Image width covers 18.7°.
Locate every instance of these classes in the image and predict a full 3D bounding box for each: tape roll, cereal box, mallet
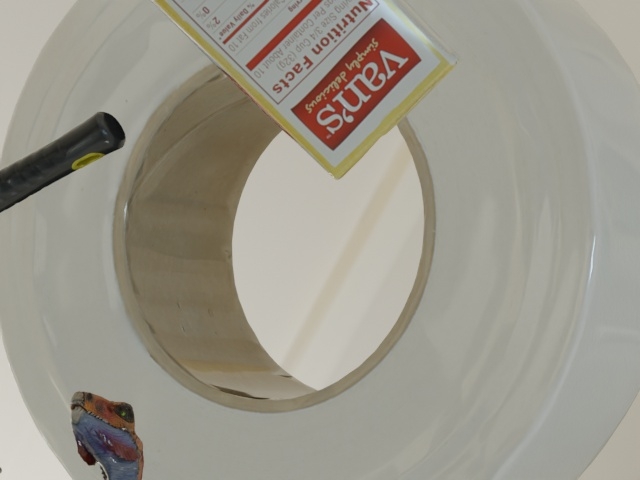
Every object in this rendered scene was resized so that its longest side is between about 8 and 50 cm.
[{"bbox_3d":[0.000,0.000,0.822,0.286,0.286,0.100,38,-167,25],"label":"tape roll"},{"bbox_3d":[-0.075,-0.126,0.495,0.240,0.047,0.173,44,-177,-17],"label":"cereal box"},{"bbox_3d":[-0.152,0.003,0.732,0.039,0.189,0.062,68,-170,17],"label":"mallet"}]

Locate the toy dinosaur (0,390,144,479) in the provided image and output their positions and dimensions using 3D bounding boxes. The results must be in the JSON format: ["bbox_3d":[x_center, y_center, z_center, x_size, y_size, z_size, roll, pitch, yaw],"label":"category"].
[{"bbox_3d":[-0.067,0.057,0.348,0.082,0.090,0.047,-24,-90,-60],"label":"toy dinosaur"}]
